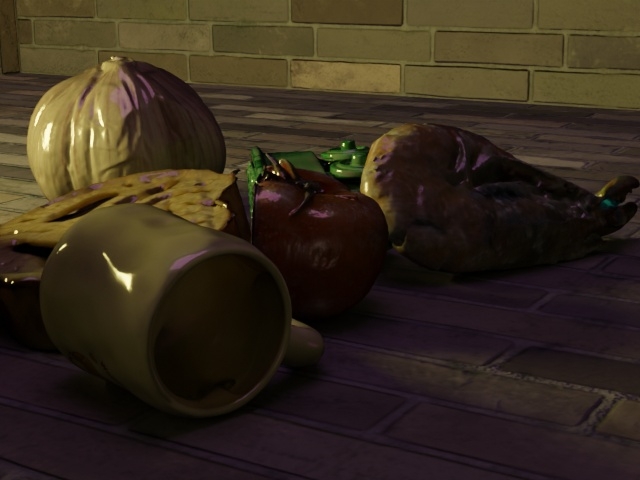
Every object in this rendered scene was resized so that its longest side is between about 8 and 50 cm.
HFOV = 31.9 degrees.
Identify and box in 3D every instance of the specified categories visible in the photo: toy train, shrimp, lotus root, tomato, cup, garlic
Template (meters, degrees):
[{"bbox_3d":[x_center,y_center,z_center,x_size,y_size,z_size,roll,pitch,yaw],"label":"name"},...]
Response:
[{"bbox_3d":[0.001,-0.057,1.569,0.201,0.145,0.266,-5,14,-5],"label":"toy train"},{"bbox_3d":[0.247,-0.056,1.513,0.445,0.221,0.110,3,-30,-28],"label":"shrimp"},{"bbox_3d":[-0.259,0.013,1.339,0.374,0.111,0.390,-2,21,11],"label":"lotus root"},{"bbox_3d":[0.000,0.000,1.290,0.155,0.181,0.214,5,18,0],"label":"tomato"},{"bbox_3d":[-0.120,0.053,1.074,0.255,0.173,0.202,-13,20,-39],"label":"cup"},{"bbox_3d":[-0.315,-0.155,1.740,0.317,0.259,0.317,4,14,-1],"label":"garlic"}]

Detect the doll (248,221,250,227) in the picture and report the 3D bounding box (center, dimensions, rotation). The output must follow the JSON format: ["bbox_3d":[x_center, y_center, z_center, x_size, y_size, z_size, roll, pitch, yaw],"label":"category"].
[{"bbox_3d":[-0.151,-0.007,1.557,0.104,0.062,0.195,-18,22,3],"label":"doll"}]
